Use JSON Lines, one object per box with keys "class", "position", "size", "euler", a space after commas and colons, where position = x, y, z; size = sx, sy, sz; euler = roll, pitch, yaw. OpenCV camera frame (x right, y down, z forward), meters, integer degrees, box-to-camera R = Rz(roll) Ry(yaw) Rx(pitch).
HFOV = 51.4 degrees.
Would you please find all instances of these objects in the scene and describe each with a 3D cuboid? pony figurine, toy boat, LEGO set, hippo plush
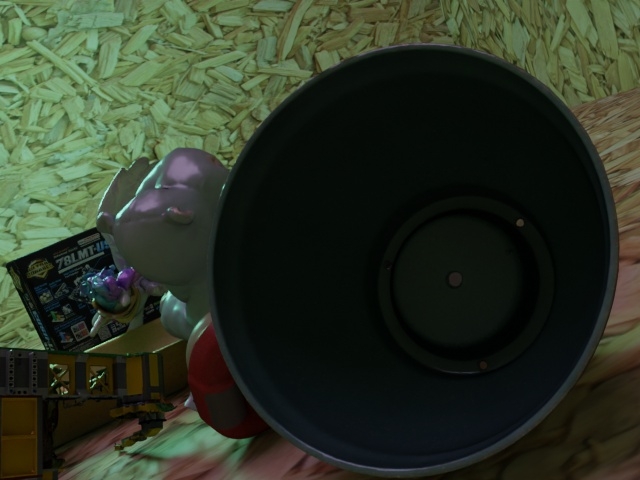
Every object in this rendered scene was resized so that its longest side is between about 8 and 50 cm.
{"class": "pony figurine", "position": [-0.345, 0.061, 1.355], "size": [0.351, 0.302, 0.363], "euler": [-57, 2, -18]}
{"class": "toy boat", "position": [-0.006, 0.119, 0.654], "size": [0.231, 0.151, 0.151], "euler": [-27, 38, -25]}
{"class": "LEGO set", "position": [-0.326, 0.242, 0.728], "size": [0.331, 0.192, 0.255], "euler": [-17, -21, 24]}
{"class": "hippo plush", "position": [-0.169, 0.025, 0.827], "size": [0.234, 0.237, 0.294], "euler": [-11, 43, 37]}

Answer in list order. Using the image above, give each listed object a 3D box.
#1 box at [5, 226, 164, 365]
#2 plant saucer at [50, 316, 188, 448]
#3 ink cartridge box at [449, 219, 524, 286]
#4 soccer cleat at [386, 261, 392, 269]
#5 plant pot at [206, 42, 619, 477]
{"class": "box", "position": [-0.518, 0.126, 1.535], "size": [0.073, 0.294, 0.295], "euler": [-17, 10, 47]}
{"class": "plant saucer", "position": [-0.330, 0.220, 1.081], "size": [0.332, 0.081, 0.333], "euler": [-25, 7, -6]}
{"class": "ink cartridge box", "position": [0.184, 0.032, 0.807], "size": [0.134, 0.078, 0.231], "euler": [-19, 8, 30]}
{"class": "soccer cleat", "position": [0.106, 0.035, 0.941], "size": [0.108, 0.117, 0.318], "euler": [3, 28, 46]}
{"class": "plant pot", "position": [0.087, 0.023, 0.529], "size": [0.292, 0.293, 0.196], "euler": [-20, -20, 24]}
